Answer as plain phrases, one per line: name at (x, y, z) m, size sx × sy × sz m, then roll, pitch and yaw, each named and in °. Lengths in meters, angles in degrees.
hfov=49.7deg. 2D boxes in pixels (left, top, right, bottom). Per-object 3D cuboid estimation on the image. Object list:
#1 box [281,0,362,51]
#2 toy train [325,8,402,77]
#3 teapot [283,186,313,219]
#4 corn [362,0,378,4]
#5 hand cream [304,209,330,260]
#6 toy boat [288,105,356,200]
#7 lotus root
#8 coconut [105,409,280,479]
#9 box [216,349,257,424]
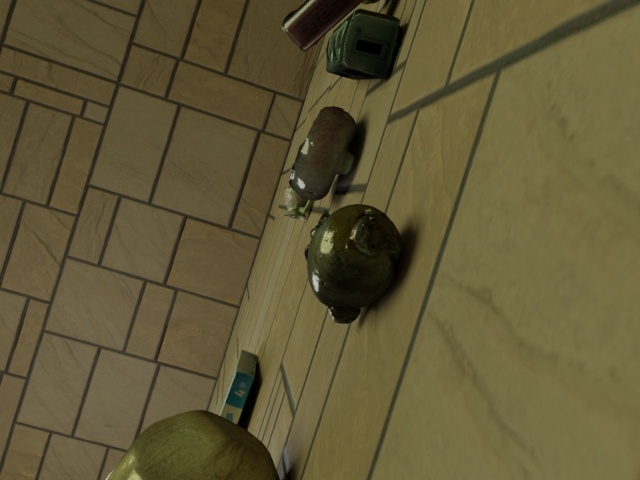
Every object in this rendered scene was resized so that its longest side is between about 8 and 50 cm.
box at (0.043, -0.420, 1.155) m, size 0.224 × 0.069 × 0.120 m, roll -32°, pitch 18°, yaw 33°
toy train at (0.056, -0.319, 1.156) m, size 0.409 × 0.089 × 0.086 m, roll -109°, pitch 32°, yaw -76°
teapot at (-0.043, -0.078, 1.447) m, size 0.083 × 0.064 × 0.064 m, roll 0°, pitch 79°, yaw 49°
corn at (0.108, -0.571, 1.278) m, size 0.106 × 0.106 × 0.293 m, roll 128°, pitch 159°, yaw -69°
hand cream at (0.000, 0.000, 1.049) m, size 0.163 × 0.039 × 0.062 m, roll -78°, pitch 6°, yaw -74°
toy boat at (0.018, -0.132, 1.107) m, size 0.155 × 0.085 × 0.227 m, roll -64°, pitch -3°, yaw 2°
lotus root at (0.027, 0.022, 0.640) m, size 0.165 × 0.088 × 0.088 m, roll 101°, pitch -178°, yaw -61°
coconut at (-0.151, 0.318, 0.801) m, size 0.224 × 0.224 × 0.224 m, roll -163°, pitch 90°, yaw -82°
box at (-0.202, 0.386, 1.475) m, size 0.265 × 0.048 × 0.274 m, roll -166°, pitch 96°, yaw -87°
